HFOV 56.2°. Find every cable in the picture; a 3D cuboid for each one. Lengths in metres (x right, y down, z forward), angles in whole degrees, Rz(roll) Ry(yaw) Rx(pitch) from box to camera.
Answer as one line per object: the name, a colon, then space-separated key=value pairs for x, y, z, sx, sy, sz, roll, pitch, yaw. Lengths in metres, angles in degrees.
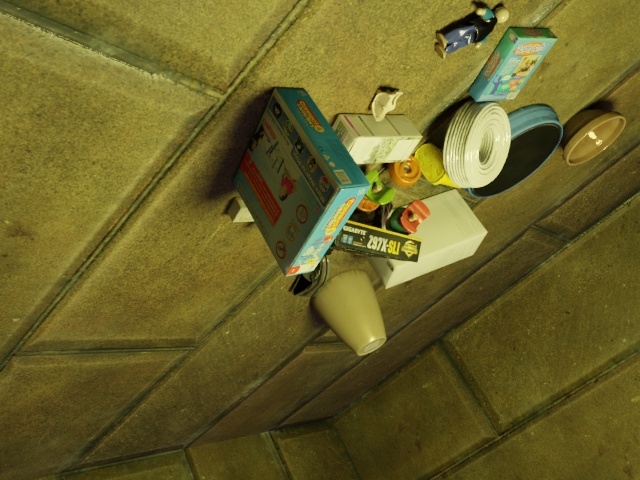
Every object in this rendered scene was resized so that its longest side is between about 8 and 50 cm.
cable: x=0.454 y=-0.275 z=1.737 sx=0.257 sy=0.089 sz=0.257 roll=-51 pitch=137 yaw=-23

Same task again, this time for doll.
doll: x=0.367 y=-0.504 z=1.429 sx=0.189 sy=0.046 sz=0.129 roll=-27 pitch=154 yaw=-5

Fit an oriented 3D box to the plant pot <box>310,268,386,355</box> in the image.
plant pot: x=0.135 y=0.294 z=2.319 sx=0.256 sy=0.274 sz=0.256 roll=-24 pitch=153 yaw=-13

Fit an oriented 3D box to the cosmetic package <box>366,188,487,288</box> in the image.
cosmetic package: x=0.348 y=-0.010 z=2.075 sx=0.385 sy=0.217 sz=0.156 roll=-18 pitch=151 yaw=-19

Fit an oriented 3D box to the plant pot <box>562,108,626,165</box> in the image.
plant pot: x=0.944 y=-0.385 z=2.128 sx=0.237 sy=0.109 sz=0.237 roll=-23 pitch=151 yaw=-13

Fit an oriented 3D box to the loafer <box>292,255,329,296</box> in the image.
loafer: x=-0.035 y=0.126 z=2.069 sx=0.084 sy=0.096 sz=0.267 roll=-11 pitch=150 yaw=-21

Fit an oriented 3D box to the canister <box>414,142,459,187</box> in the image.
canister: x=0.376 y=-0.224 z=1.832 sx=0.073 sy=0.126 sz=0.170 roll=-42 pitch=153 yaw=30

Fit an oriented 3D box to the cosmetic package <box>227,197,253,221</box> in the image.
cosmetic package: x=-0.185 y=-0.084 z=1.614 sx=0.115 sy=0.041 sz=0.060 roll=-3 pitch=143 yaw=-41

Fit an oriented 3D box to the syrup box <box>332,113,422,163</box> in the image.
syrup box: x=0.139 y=-0.265 z=1.561 sx=0.237 sy=0.096 sz=0.093 roll=-8 pitch=144 yaw=-36

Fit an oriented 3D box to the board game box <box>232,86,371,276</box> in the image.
board game box: x=-0.058 y=-0.130 z=1.366 sx=0.086 sy=0.308 sz=0.302 roll=-10 pitch=148 yaw=-37

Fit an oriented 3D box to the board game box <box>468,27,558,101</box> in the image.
board game box: x=0.519 y=-0.474 z=1.627 sx=0.160 sy=0.047 sz=0.210 roll=-11 pitch=148 yaw=-32

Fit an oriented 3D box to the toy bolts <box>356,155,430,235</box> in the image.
toy bolts: x=0.216 y=-0.124 z=1.799 sx=0.218 sy=0.228 sz=0.158 roll=-42 pitch=-174 yaw=-24

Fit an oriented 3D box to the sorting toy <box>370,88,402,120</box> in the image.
sorting toy: x=0.172 y=-0.350 z=1.512 sx=0.075 sy=0.045 sz=0.083 roll=-18 pitch=151 yaw=-37

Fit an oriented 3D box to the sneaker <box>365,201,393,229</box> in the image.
sneaker: x=0.199 y=-0.089 z=1.912 sx=0.077 sy=0.072 sz=0.178 roll=-21 pitch=133 yaw=-37

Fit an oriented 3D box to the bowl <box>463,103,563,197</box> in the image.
bowl: x=0.642 y=-0.289 z=2.033 sx=0.391 sy=0.077 sz=0.391 roll=-23 pitch=152 yaw=-13

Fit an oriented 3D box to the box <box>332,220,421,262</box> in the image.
box: x=0.094 y=-0.005 z=1.753 sx=0.322 sy=0.257 sz=0.079 roll=13 pitch=88 yaw=-36

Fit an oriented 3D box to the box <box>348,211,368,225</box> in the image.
box: x=0.069 y=-0.033 z=1.950 sx=0.179 sy=0.043 sz=0.105 roll=-13 pitch=148 yaw=-27

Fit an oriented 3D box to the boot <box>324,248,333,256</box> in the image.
boot: x=0.000 y=0.000 z=1.885 sx=0.099 sy=0.045 sz=0.121 roll=18 pitch=145 yaw=-8
